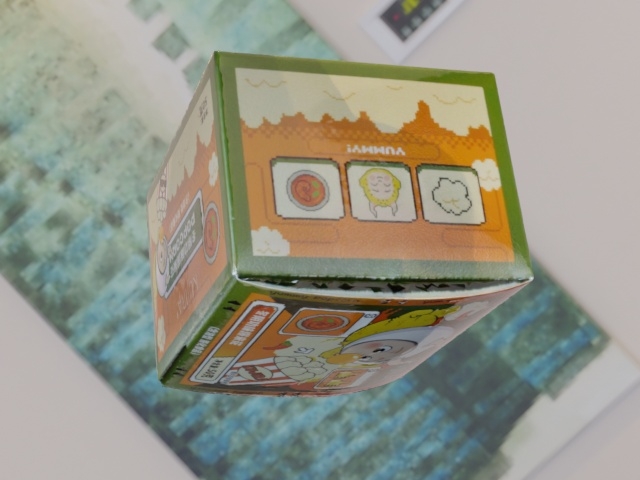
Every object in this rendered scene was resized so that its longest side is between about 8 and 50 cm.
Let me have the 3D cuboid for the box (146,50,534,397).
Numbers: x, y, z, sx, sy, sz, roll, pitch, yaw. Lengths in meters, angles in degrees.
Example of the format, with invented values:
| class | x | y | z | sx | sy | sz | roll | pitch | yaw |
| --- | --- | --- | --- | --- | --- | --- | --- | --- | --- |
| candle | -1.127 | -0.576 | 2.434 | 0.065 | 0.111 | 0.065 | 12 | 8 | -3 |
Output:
| class | x | y | z | sx | sy | sz | roll | pitch | yaw |
| --- | --- | --- | --- | --- | --- | --- | --- | --- | --- |
| box | 0.000 | 0.000 | 0.714 | 0.177 | 0.148 | 0.195 | 1 | -23 | -21 |
